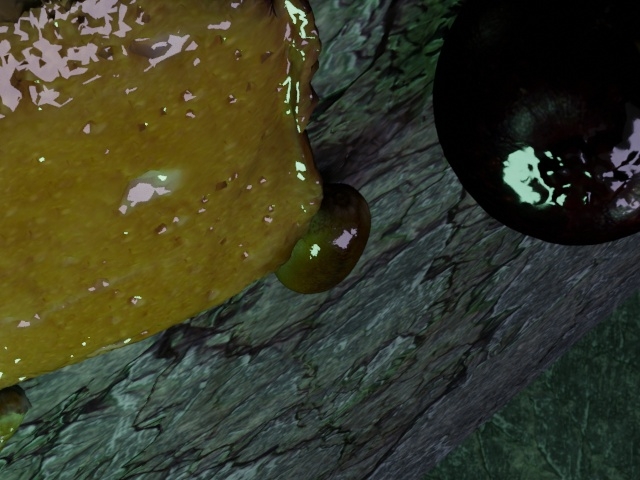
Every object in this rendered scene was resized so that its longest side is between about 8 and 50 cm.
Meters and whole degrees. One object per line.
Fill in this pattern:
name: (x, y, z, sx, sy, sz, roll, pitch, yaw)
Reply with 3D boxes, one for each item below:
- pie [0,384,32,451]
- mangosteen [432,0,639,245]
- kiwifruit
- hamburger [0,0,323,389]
pie: (-0.316, 0.181, 1.254, 0.240, 0.054, 0.240, -34, 161, -14)
mangosteen: (0.195, -0.123, 1.279, 0.228, 0.228, 0.265, -48, -160, 30)
kiwifruit: (0.000, 0.000, 1.394, 0.075, 0.075, 0.124, -27, 164, -33)
hamburger: (-0.140, -0.052, 0.736, 0.284, 0.174, 0.304, -16, 160, -12)
